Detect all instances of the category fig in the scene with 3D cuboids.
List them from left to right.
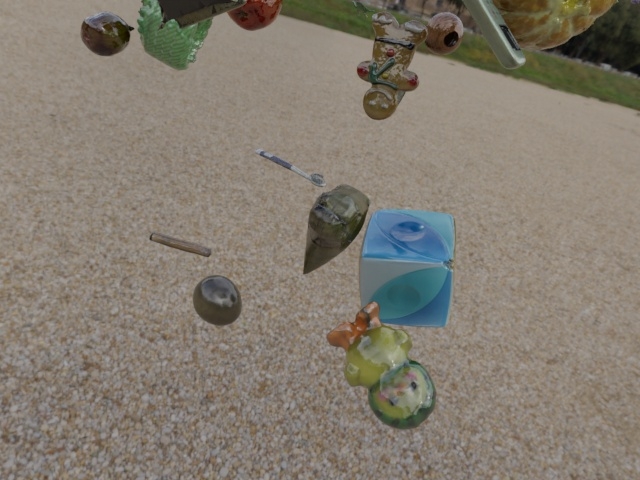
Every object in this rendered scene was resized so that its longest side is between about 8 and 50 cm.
[{"bbox_3d":[-0.530,-0.530,1.104,0.109,0.103,0.155,29,44,17],"label":"fig"}]

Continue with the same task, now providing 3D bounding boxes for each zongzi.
[{"bbox_3d":[0.000,0.000,1.352,0.160,0.360,0.323,38,17,8],"label":"zongzi"}]

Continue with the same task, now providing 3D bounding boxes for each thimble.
[{"bbox_3d":[-0.396,-0.587,1.180,0.150,0.219,0.219,25,25,-14],"label":"thimble"}]

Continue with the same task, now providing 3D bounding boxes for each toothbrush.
[{"bbox_3d":[-0.089,-0.201,1.157,0.024,0.026,0.288,-34,46,-28],"label":"toothbrush"}]

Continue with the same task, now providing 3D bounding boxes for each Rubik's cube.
[{"bbox_3d":[0.347,0.104,1.701,0.352,0.347,0.352,2,37,14],"label":"Rubik's cube"}]

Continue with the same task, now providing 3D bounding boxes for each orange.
[{"bbox_3d":[0.507,-0.593,0.962,0.329,0.329,0.249,2,67,-25],"label":"orange"}]

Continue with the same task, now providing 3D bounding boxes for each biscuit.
[{"bbox_3d":[0.205,-0.513,1.299,0.197,0.301,0.049,21,19,17],"label":"biscuit"}]

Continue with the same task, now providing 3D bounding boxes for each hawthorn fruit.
[{"bbox_3d":[-0.210,-0.747,1.343,0.189,0.189,0.189,12,28,-7],"label":"hawthorn fruit"}]

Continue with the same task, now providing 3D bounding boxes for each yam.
[{"bbox_3d":[-0.568,0.017,1.767,0.264,0.046,0.046,17,27,3],"label":"yam"}]

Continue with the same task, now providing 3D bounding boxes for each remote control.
[{"bbox_3d":[0.295,-0.461,0.824,0.090,0.038,0.309,-31,90,-50],"label":"remote control"}]

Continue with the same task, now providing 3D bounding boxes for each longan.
[{"bbox_3d":[-0.422,0.243,1.770,0.196,0.196,0.220,-10,60,-40],"label":"longan"}]

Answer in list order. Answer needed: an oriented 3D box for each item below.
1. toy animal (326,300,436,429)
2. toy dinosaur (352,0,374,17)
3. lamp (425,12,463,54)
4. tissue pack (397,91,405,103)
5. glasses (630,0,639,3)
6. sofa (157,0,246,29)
[{"bbox_3d":[0.181,0.360,1.217,0.216,0.191,0.338,-35,63,-4],"label":"toy animal"},{"bbox_3d":[0.160,-0.875,1.634,0.060,0.029,0.119,47,-1,-44],"label":"toy dinosaur"},{"bbox_3d":[0.429,-0.720,1.509,0.136,0.136,0.136,12,28,-7],"label":"lamp"},{"bbox_3d":[0.275,-0.631,1.697,0.073,0.173,0.235,6,66,-10],"label":"tissue pack"},{"bbox_3d":[0.522,-0.433,0.683,0.104,0.062,0.140,21,14,-23],"label":"glasses"},{"bbox_3d":[-0.279,-0.593,0.891,0.200,0.258,0.182,-9,37,20],"label":"sofa"}]
